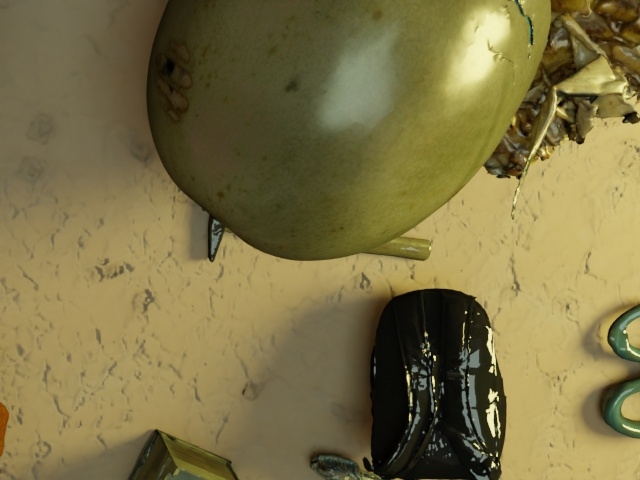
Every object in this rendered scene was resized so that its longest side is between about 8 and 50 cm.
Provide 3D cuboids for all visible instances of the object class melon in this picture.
[{"bbox_3d":[0.022,-0.145,1.053,0.268,0.268,0.330,39,86,-21],"label":"melon"}]

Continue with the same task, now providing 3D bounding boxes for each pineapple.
[{"bbox_3d":[0.226,-0.185,1.159,0.334,0.158,0.161,-36,110,-4],"label":"pineapple"}]

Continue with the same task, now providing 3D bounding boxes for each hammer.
[{"bbox_3d":[0.000,0.000,1.216,0.199,0.013,0.062,8,101,-17],"label":"hammer"}]

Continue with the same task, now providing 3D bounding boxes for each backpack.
[{"bbox_3d":[0.101,0.124,1.229,0.120,0.106,0.165,4,86,5],"label":"backpack"}]

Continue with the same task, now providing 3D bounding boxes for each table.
[{"bbox_3d":[-0.112,0.213,1.198,0.079,0.083,0.062,26,94,-21],"label":"table"}]

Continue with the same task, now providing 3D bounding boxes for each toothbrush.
[{"bbox_3d":[0.119,0.244,1.306,0.294,0.028,0.026,21,98,-25],"label":"toothbrush"}]

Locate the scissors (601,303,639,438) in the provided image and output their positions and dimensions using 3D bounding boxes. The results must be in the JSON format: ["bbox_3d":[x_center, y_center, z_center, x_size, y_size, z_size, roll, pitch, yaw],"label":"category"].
[{"bbox_3d":[0.401,0.117,1.346,0.289,0.041,0.138,-2,105,-12],"label":"scissors"}]

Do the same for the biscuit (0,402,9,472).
[{"bbox_3d":[-0.378,0.169,1.001,0.318,0.312,0.110,-9,134,-9],"label":"biscuit"}]
